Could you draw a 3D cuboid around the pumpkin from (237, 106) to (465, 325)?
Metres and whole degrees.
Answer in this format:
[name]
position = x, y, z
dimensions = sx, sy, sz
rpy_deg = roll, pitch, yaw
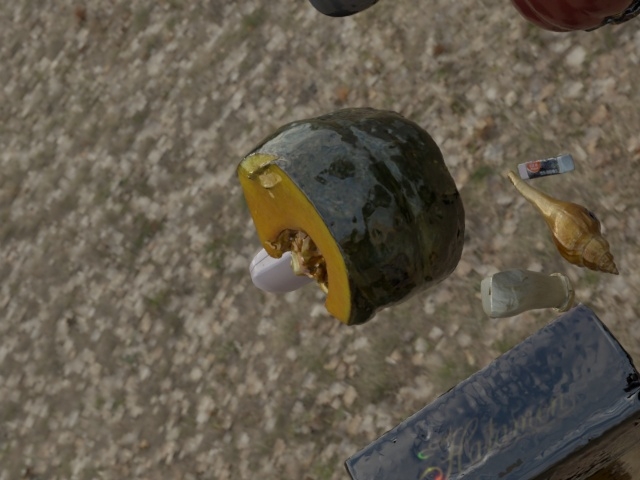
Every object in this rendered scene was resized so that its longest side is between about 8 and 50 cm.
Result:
[pumpkin]
position = 0.048, -0.048, 1.485
dimensions = 0.225, 0.256, 0.303
rpy_deg = -29, 52, -31

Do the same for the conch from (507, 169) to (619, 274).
[conch]
position = 0.472, -0.044, 2.008
dimensions = 0.093, 0.109, 0.330
rpy_deg = -58, 45, 31

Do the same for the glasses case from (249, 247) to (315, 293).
[glasses case]
position = 0.000, 0.000, 1.818
dimensions = 0.297, 0.113, 0.075
rpy_deg = -36, 52, 27

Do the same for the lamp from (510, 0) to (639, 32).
[lamp]
position = 0.313, -0.357, 1.234
dimensions = 0.227, 0.227, 0.226
rpy_deg = -24, 49, 31

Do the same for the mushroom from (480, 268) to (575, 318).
[mushroom]
position = 0.404, 0.103, 2.085
dimensions = 0.108, 0.247, 0.096
rpy_deg = 13, 101, 50

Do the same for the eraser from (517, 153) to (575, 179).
[eraser]
position = 0.318, -0.103, 1.474
dimensions = 0.099, 0.019, 0.027
rpy_deg = -6, 103, 61

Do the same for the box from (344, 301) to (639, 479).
[box]
position = 0.213, 0.222, 1.046
dimensions = 0.264, 0.415, 0.115
rpy_deg = -34, 64, 7

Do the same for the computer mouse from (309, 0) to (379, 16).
[computer mouse]
position = 0.019, -0.361, 1.134
dimensions = 0.120, 0.232, 0.057
rpy_deg = -27, 34, -23
